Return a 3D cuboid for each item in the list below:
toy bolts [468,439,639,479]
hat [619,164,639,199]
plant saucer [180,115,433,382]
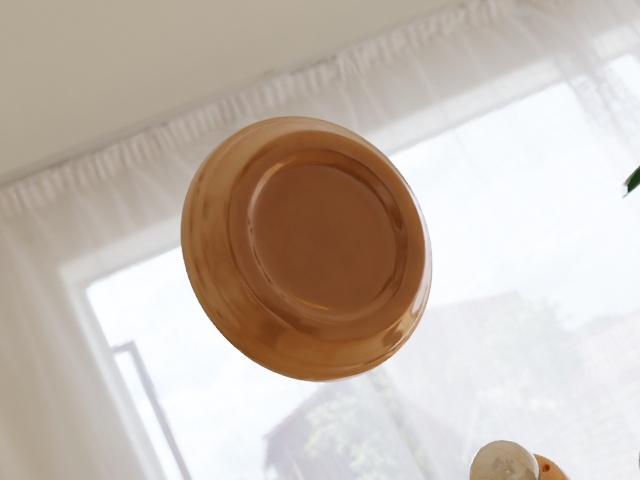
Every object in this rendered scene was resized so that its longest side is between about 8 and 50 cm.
[{"bbox_3d":[0.237,0.246,0.794,0.228,0.218,0.158,-21,-57,11],"label":"toy bolts"},{"bbox_3d":[0.255,-0.013,0.431,0.208,0.183,0.173,-40,-10,-20],"label":"hat"},{"bbox_3d":[0.000,0.000,0.701,0.200,0.200,0.037,-18,-7,-31],"label":"plant saucer"}]
